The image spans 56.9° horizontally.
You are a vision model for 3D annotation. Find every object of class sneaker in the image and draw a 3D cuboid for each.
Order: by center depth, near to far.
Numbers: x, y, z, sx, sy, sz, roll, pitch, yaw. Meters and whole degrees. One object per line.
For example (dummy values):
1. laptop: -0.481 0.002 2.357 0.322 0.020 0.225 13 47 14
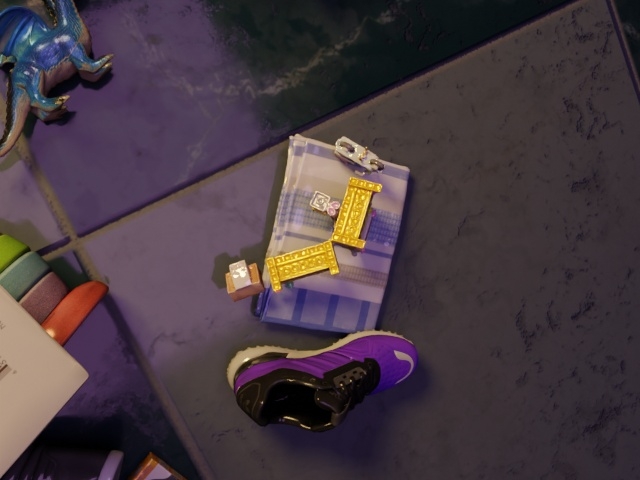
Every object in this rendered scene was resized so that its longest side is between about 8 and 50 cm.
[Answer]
1. sneaker: -0.372 0.394 0.770 0.146 0.104 0.296 19 93 -6
2. sneaker: 0.022 0.214 0.852 0.293 0.146 0.102 -6 109 -16

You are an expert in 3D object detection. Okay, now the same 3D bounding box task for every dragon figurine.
1. dragon figurine: -0.361 -0.230 0.733 0.144 0.085 0.289 43 79 -16

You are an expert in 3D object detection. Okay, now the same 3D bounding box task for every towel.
1. towel: 0.020 -0.002 0.907 0.209 0.034 0.285 11 92 -22

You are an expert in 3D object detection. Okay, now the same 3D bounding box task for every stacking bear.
1. stacking bear: -0.427 0.044 0.697 0.289 0.164 0.175 39 81 -12

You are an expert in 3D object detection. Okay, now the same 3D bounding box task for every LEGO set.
1. LEGO set: 0.000 0.000 0.849 0.132 0.107 0.287 38 85 14

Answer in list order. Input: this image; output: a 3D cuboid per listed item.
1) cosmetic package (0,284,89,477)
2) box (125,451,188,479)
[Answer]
1. cosmetic package: -0.435 0.175 0.590 0.197 0.365 0.155 52 33 -16
2. box: -0.221 0.380 0.851 0.136 0.028 0.081 44 79 -14
